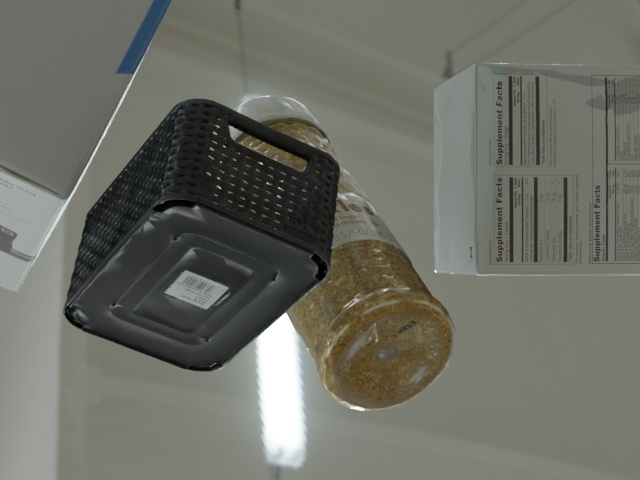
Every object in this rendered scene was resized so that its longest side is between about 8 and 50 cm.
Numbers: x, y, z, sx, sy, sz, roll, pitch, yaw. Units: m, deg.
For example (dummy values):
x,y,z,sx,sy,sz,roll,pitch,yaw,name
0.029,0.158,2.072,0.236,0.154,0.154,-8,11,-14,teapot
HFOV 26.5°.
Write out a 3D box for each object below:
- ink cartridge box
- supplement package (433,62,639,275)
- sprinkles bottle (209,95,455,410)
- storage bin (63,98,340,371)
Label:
x,y,z,sx,sy,sz,roll,pitch,yaw,name
-0.228,-0.109,1.057,0.129,0.307,0.223,27,-111,-11,ink cartridge box
0.258,-0.064,1.331,0.263,0.199,0.198,0,-91,-6,supplement package
0.000,0.000,1.227,0.121,0.121,0.355,21,-157,-33,sprinkles bottle
-0.080,0.003,0.903,0.122,0.180,0.084,24,-129,-22,storage bin
